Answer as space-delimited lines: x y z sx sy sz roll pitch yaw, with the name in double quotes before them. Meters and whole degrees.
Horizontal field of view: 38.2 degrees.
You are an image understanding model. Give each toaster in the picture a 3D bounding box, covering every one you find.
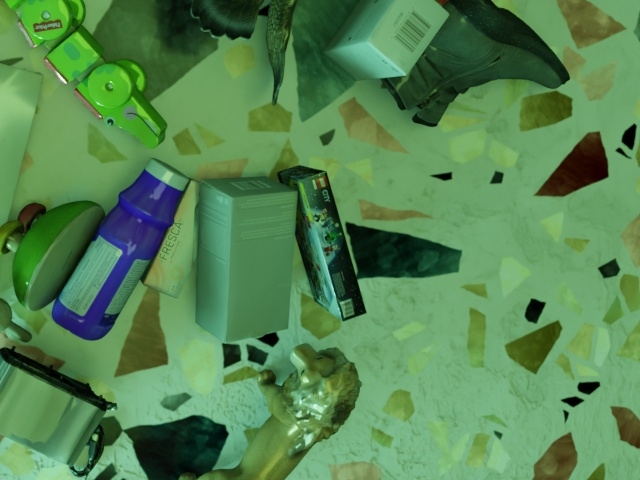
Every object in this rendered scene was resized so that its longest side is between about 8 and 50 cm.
"toaster" -0.412 0.241 1.361 0.168 0.186 0.110 31 78 -20

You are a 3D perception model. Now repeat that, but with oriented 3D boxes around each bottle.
"bottle" -0.296 0.012 1.386 0.092 0.118 0.282 31 96 -3

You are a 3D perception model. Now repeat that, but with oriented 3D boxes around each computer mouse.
"computer mouse" -0.373 0.417 1.475 0.071 0.041 0.242 2 97 -17

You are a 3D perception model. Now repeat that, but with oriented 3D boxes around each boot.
"boot" 0.254 -0.279 1.539 0.338 0.118 0.222 20 121 -43

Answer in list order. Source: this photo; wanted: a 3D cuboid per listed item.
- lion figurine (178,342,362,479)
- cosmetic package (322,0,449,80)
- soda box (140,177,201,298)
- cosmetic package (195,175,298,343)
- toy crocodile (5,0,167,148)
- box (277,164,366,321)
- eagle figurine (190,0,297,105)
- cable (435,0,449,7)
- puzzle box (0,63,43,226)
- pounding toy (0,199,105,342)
"lion figurine" -0.081 0.330 1.450 0.142 0.240 0.392 30 89 -19
"cosmetic package" 0.094 -0.317 1.419 0.085 0.231 0.117 37 85 -19
"soda box" -0.219 -0.005 1.455 0.063 0.058 0.183 24 90 -19
"cosmetic package" -0.117 0.028 1.435 0.127 0.107 0.238 -7 113 -37
"toy crocodile" -0.352 -0.265 1.349 0.105 0.115 0.340 -38 106 11
"box" 0.000 0.000 1.472 0.044 0.159 0.233 -19 103 -12
"eagle figurine" -0.057 -0.388 1.370 0.226 0.225 0.298 41 92 -7
"cable" 0.253 -0.468 1.533 0.287 0.072 0.139 -40 113 -9
"puzzle box" -0.582 -0.081 1.332 0.272 0.052 0.408 15 93 -18
"pounding toy" -0.428 0.021 1.347 0.110 0.183 0.237 33 82 4
